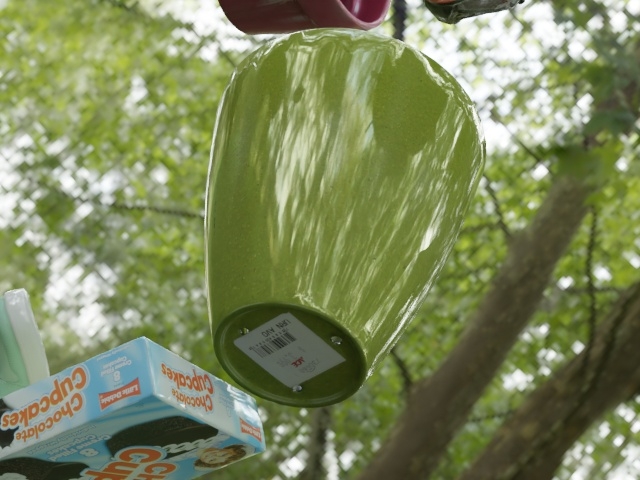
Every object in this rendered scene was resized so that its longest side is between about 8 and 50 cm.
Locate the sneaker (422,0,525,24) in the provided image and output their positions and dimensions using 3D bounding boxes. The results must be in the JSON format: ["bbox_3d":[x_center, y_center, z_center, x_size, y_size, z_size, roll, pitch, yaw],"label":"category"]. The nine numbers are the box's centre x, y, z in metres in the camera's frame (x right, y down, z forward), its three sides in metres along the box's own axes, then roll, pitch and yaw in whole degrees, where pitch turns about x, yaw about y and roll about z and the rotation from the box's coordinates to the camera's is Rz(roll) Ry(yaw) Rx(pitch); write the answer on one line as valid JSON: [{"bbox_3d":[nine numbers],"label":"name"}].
[{"bbox_3d":[0.220,-0.336,1.472,0.098,0.276,0.135,54,-5,26],"label":"sneaker"}]

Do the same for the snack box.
[{"bbox_3d":[-0.232,0.192,1.149,0.187,0.321,0.060,39,32,-55],"label":"snack box"}]

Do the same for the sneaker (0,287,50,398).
[{"bbox_3d":[-0.341,0.137,1.226,0.094,0.151,0.256,69,-28,27],"label":"sneaker"}]

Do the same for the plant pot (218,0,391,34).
[{"bbox_3d":[-0.032,-0.349,1.689,0.180,0.201,0.201,-11,-52,30],"label":"plant pot"}]

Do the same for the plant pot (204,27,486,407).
[{"bbox_3d":[0.000,0.000,1.211,0.274,0.294,0.275,8,-45,8],"label":"plant pot"}]
